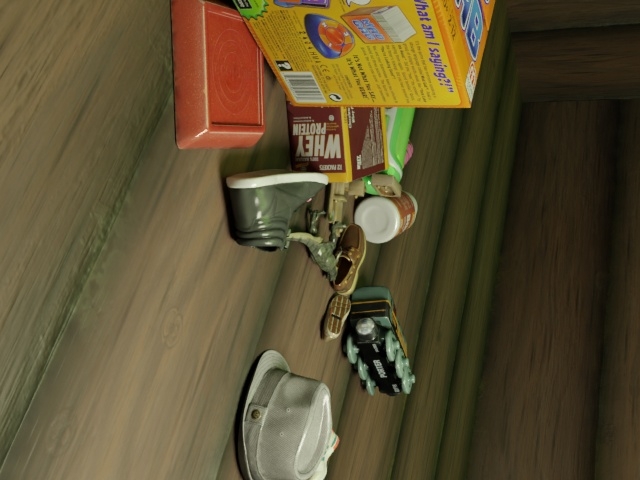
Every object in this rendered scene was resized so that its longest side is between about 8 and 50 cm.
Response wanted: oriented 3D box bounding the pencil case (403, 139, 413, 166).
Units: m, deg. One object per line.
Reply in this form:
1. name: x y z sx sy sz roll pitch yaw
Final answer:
1. pencil case: 0.174 -0.206 2.127 0.095 0.098 0.209 42 34 0

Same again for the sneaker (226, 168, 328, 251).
1. sneaker: -0.078 -0.058 1.532 0.296 0.105 0.146 -16 108 -60

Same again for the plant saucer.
1. plant saucer: -0.161 -0.286 1.380 0.258 0.048 0.259 -16 105 -66

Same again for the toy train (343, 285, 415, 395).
1. toy train: 0.156 0.263 2.068 0.334 0.142 0.190 63 26 -49

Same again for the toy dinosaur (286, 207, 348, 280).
1. toy dinosaur: 0.000 0.000 1.768 0.268 0.064 0.118 45 58 -56

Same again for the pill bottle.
1. pill bottle: 0.177 -0.070 2.097 0.216 0.121 0.121 -26 116 -64

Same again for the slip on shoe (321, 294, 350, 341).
1. slip on shoe: 0.034 0.181 1.886 0.041 0.051 0.135 -55 -168 40

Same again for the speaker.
1. speaker: 0.158 -0.262 1.980 0.131 0.131 0.296 59 39 -52

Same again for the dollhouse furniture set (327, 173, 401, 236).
1. dollhouse furniture set: 0.099 -0.076 1.850 0.144 0.151 0.123 35 61 -72

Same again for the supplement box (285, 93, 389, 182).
1. supplement box: 0.039 -0.229 1.714 0.194 0.129 0.191 -25 113 -56

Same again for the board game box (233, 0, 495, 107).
1. board game box: 0.094 -0.482 1.431 0.356 0.356 0.356 56 45 -54

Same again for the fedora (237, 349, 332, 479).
1. fedora: -0.055 0.355 1.577 0.243 0.124 0.275 64 35 -48

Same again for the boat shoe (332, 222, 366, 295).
1. boat shoe: 0.065 0.039 1.913 0.060 0.064 0.177 45 54 -60

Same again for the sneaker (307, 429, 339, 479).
1. sneaker: -0.014 0.466 1.788 0.075 0.057 0.161 61 36 -23
